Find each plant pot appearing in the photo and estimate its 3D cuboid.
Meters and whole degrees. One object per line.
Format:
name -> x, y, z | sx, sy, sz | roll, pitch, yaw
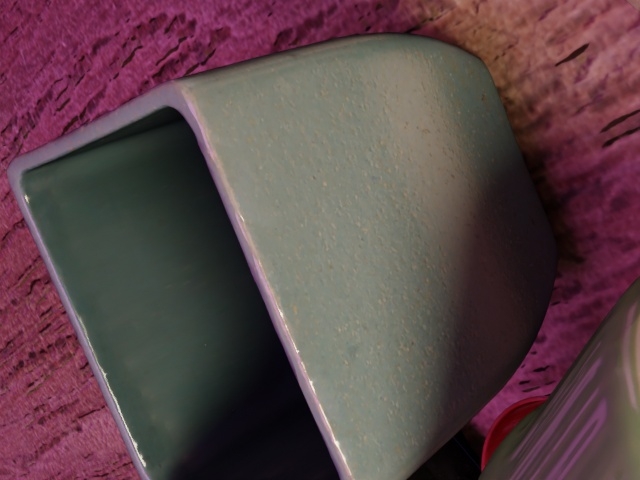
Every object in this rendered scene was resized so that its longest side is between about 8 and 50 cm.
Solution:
plant pot -> 0.000, 0.000, 0.833 | 0.248, 0.252, 0.247 | -13, 102, 55

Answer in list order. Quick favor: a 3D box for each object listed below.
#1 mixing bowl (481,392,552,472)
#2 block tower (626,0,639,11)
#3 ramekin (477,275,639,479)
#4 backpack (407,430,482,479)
mixing bowl -> 0.198, 0.157, 0.815 | 0.181, 0.098, 0.181 | 32, 135, 38
block tower -> 0.121, -0.232, 0.662 | 0.335, 0.091, 0.097 | 49, 144, 19
ramekin -> 0.229, 0.138, 0.595 | 0.303, 0.303, 0.148 | 44, 135, 26
backpack -> 0.096, 0.245, 0.997 | 0.173, 0.117, 0.158 | 44, 143, 21
